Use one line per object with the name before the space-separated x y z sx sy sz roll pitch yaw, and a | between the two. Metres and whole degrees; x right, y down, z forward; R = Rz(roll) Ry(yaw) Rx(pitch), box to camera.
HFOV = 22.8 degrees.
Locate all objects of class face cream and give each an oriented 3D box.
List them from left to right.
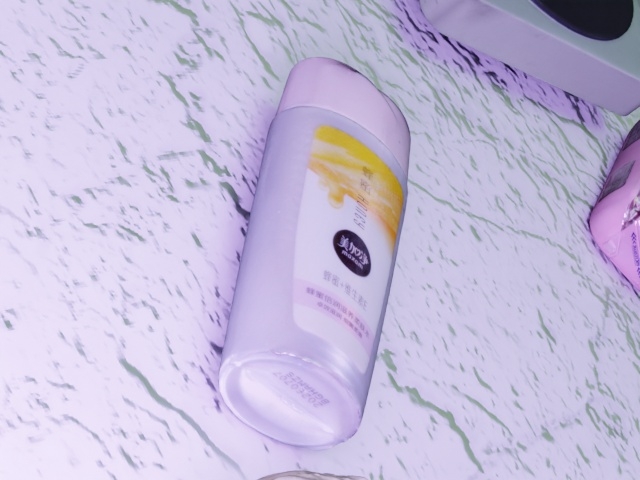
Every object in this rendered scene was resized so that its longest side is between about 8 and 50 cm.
face cream | 0.000 0.000 0.974 0.107 0.073 0.269 44 35 -26

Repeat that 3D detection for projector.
projector | 0.163 -0.246 1.349 0.259 0.079 0.257 18 49 -38

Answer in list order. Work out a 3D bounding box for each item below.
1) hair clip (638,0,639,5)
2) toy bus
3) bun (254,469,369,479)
hair clip | 0.315 -0.216 1.521 0.172 0.049 0.116 48 41 -11
toy bus | 0.286 -0.040 1.329 0.090 0.063 0.203 47 37 -8
bun | 0.019 0.195 0.799 0.188 0.111 0.164 51 33 2
